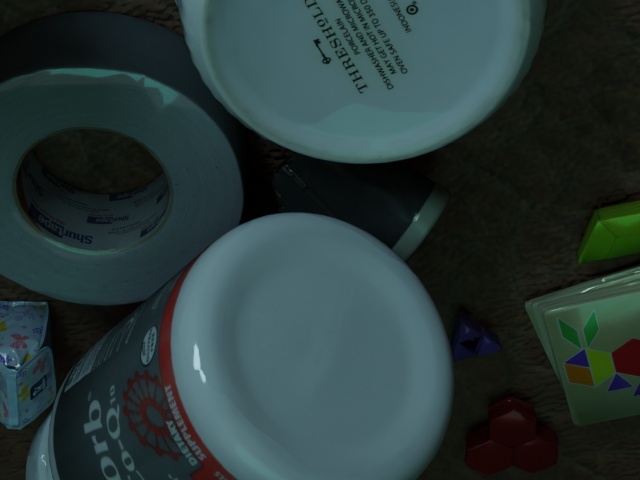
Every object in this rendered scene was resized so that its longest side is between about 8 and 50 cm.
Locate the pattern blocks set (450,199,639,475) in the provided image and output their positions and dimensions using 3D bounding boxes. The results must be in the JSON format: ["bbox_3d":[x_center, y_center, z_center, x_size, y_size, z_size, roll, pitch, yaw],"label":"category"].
[{"bbox_3d":[0.267,0.080,1.446,0.324,0.026,0.285,-6,129,5],"label":"pattern blocks set"}]

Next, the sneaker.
[{"bbox_3d":[0.000,0.000,1.363,0.118,0.083,0.222,36,132,-1],"label":"sneaker"}]

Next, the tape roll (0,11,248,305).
[{"bbox_3d":[-0.163,-0.056,1.307,0.219,0.072,0.219,0,129,-1],"label":"tape roll"}]

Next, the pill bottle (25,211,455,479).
[{"bbox_3d":[-0.076,0.136,1.315,0.210,0.210,0.363,24,149,-18],"label":"pill bottle"}]

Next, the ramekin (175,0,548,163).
[{"bbox_3d":[0.029,-0.171,1.178,0.272,0.127,0.273,0,129,0],"label":"ramekin"}]

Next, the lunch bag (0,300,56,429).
[{"bbox_3d":[-0.237,0.100,1.426,0.053,0.083,0.071,3,128,-2],"label":"lunch bag"}]
